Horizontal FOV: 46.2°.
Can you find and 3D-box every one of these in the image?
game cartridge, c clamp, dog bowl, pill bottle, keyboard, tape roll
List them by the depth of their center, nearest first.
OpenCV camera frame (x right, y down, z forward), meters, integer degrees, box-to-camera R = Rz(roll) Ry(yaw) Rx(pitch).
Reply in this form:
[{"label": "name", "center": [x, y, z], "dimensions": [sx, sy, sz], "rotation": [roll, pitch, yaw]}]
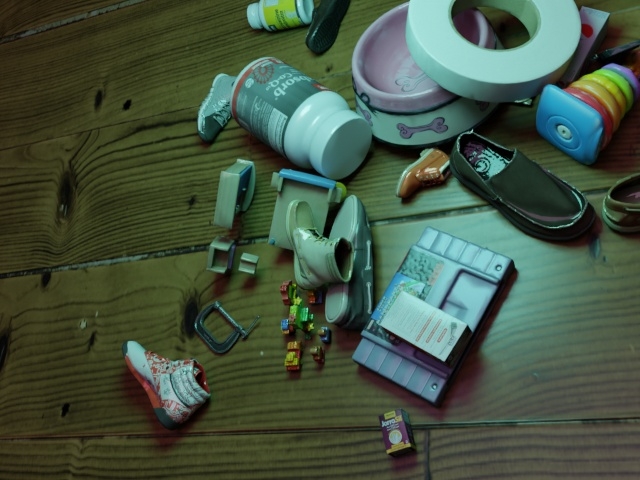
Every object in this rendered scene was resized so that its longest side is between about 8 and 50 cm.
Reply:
[{"label": "game cartridge", "center": [0.242, 0.155, 1.644], "dimensions": [0.230, 0.068, 0.355], "rotation": [25, 78, 29]}, {"label": "keyboard", "center": [0.652, -0.417, 1.679], "dimensions": [0.108, 0.180, 0.023], "rotation": [-15, 95, 14]}, {"label": "tape roll", "center": [0.385, -0.484, 1.694], "dimensions": [0.391, 0.072, 0.392], "rotation": [0, 61, 0]}, {"label": "dog bowl", "center": [0.257, -0.431, 1.852], "dimensions": [0.407, 0.150, 0.408], "rotation": [-12, 55, 17]}, {"label": "c clamp", "center": [-0.240, 0.208, 1.873], "dimensions": [0.160, 0.022, 0.137], "rotation": [33, 87, 33]}, {"label": "pill bottle", "center": [-0.051, -0.312, 1.930], "dimensions": [0.363, 0.210, 0.210], "rotation": [37, 85, 34]}, {"label": "pill bottle", "center": [-0.118, -0.674, 2.212], "dimensions": [0.184, 0.103, 0.103], "rotation": [-4, 64, 25]}]

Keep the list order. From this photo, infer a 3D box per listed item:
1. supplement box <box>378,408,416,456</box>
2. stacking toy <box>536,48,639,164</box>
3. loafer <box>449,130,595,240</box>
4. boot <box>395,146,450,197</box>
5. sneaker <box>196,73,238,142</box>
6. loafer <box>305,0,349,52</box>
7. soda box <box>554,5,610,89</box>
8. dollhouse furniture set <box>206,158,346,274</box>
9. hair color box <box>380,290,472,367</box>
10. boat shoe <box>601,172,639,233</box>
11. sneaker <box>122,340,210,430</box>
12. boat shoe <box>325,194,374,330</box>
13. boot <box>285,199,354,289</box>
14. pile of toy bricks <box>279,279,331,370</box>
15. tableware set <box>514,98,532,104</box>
[{"label": "supplement box", "center": [0.160, 0.401, 1.565], "dimensions": [0.055, 0.043, 0.083], "rotation": [-23, 57, 15]}, {"label": "stacking toy", "center": [0.635, -0.326, 1.662], "dimensions": [0.302, 0.175, 0.165], "rotation": [-41, 61, -15]}, {"label": "loafer", "center": [0.424, -0.124, 1.645], "dimensions": [0.366, 0.130, 0.134], "rotation": [33, 82, 29]}, {"label": "boot", "center": [0.250, -0.152, 1.798], "dimensions": [0.158, 0.059, 0.084], "rotation": [-47, 60, -4]}, {"label": "sneaker", "center": [-0.264, -0.383, 2.147], "dimensions": [0.132, 0.086, 0.229], "rotation": [4, 66, 25]}, {"label": "loafer", "center": [0.010, -0.627, 2.150], "dimensions": [0.078, 0.080, 0.220], "rotation": [10, 65, 40]}, {"label": "soda box", "center": [0.595, -0.437, 1.748], "dimensions": [0.069, 0.074, 0.216], "rotation": [25, 72, 24]}, {"label": "dollhouse furniture set", "center": [-0.102, -0.051, 1.905], "dimensions": [0.303, 0.198, 0.287], "rotation": [12, 106, 3]}, {"label": "hair color box", "center": [0.221, 0.185, 1.573], "dimensions": [0.167, 0.053, 0.093], "rotation": [27, 78, 35]}, {"label": "boat shoe", "center": [0.729, -0.106, 1.503], "dimensions": [0.323, 0.120, 0.123], "rotation": [-21, 58, 15]}, {"label": "sneaker", "center": [-0.371, 0.317, 1.838], "dimensions": [0.145, 0.090, 0.270], "rotation": [-40, 58, 1]}, {"label": "boat shoe", "center": [0.079, 0.055, 1.765], "dimensions": [0.112, 0.095, 0.335], "rotation": [-32, 43, 50]}, {"label": "boot", "center": [0.000, 0.000, 1.708], "dimensions": [0.165, 0.077, 0.213], "rotation": [-14, 83, 52]}, {"label": "pile of toy bricks", "center": [-0.047, 0.185, 1.737], "dimensions": [0.118, 0.105, 0.212], "rotation": [-9, 62, 22]}, {"label": "tableware set", "center": [0.523, -0.398, 1.813], "dimensions": [0.141, 0.020, 0.169], "rotation": [-4, 62, 23]}]
